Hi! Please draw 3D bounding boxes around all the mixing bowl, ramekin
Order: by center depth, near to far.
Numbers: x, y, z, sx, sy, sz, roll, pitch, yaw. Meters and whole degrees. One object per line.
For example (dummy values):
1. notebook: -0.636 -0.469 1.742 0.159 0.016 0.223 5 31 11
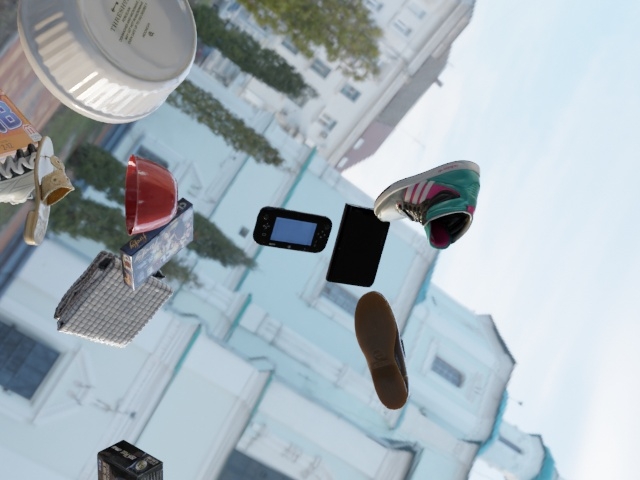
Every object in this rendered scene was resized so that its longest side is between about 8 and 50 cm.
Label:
1. ramekin: -0.317 -0.331 1.068 0.127 0.273 0.272 -12 -137 42
2. mixing bowl: -0.374 -0.100 1.510 0.181 0.098 0.181 180 -90 -66

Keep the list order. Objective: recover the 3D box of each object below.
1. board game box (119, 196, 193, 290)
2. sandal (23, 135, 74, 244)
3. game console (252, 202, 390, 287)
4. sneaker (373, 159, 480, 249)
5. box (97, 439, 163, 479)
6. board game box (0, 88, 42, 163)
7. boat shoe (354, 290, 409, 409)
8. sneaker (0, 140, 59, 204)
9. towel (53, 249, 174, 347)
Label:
1. board game box: -0.450 0.009 1.887 0.243 0.042 0.165 -47 162 -35
2. sandal: -0.578 -0.105 1.480 0.088 0.079 0.239 90 7 -81
3. game console: 0.000 0.000 1.743 0.044 0.362 0.213 -142 -117 -65
4. sneaker: 0.247 -0.056 1.599 0.296 0.124 0.178 -24 -130 40
5. box: -0.441 0.581 1.578 0.147 0.078 0.180 15 -71 34
6. board game box: -1.066 -0.273 1.841 0.356 0.356 0.356 -37 -171 15
7. boat shoe: 0.107 0.186 1.175 0.073 0.206 0.073 -10 -177 14
8. sneaker: -0.764 -0.129 1.619 0.292 0.118 0.110 -24 -146 -9
9. towel: -0.617 0.172 2.021 0.283 0.235 0.121 -49 -138 12
